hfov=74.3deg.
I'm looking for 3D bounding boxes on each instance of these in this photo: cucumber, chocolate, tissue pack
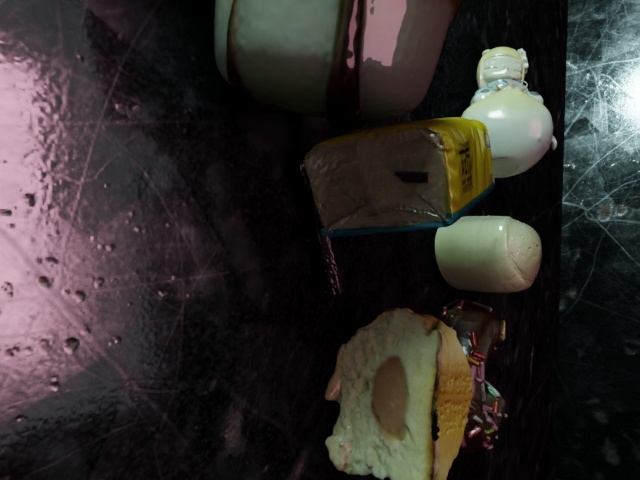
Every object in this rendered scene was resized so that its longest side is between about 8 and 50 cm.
[{"bbox_3d":[0.000,0.000,0.607,0.039,0.043,0.163,-15,99,-8],"label":"cucumber"},{"bbox_3d":[0.008,-0.218,0.455,0.284,0.284,0.186,-15,119,-49],"label":"chocolate"},{"bbox_3d":[0.127,-0.099,0.609,0.271,0.192,0.134,-28,109,-56],"label":"tissue pack"}]

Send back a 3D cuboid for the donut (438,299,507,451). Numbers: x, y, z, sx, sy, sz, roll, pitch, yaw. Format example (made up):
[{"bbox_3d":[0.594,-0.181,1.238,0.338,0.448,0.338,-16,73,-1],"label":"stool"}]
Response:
[{"bbox_3d":[0.322,0.317,0.944,0.259,0.136,0.344,-18,104,-52],"label":"donut"}]

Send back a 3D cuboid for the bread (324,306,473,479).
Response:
[{"bbox_3d":[0.109,0.215,0.635,0.224,0.184,0.211,-39,120,-45],"label":"bread"}]

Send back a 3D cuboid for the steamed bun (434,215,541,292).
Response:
[{"bbox_3d":[0.376,0.039,0.938,0.250,0.200,0.154,17,80,-47],"label":"steamed bun"}]

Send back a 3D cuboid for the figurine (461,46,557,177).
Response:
[{"bbox_3d":[0.431,-0.318,1.040,0.274,0.227,0.394,85,15,-62],"label":"figurine"}]
